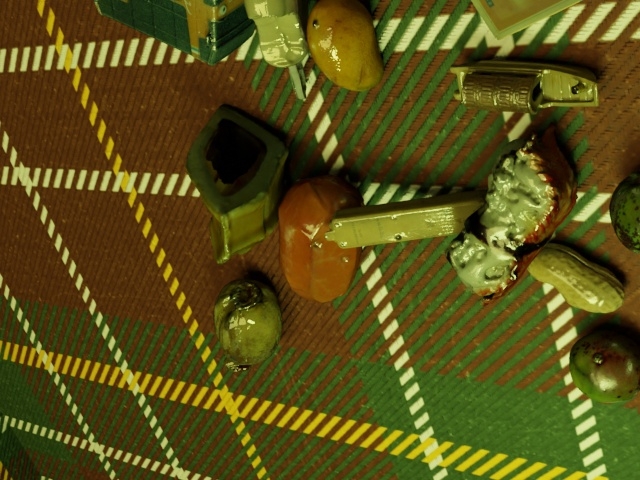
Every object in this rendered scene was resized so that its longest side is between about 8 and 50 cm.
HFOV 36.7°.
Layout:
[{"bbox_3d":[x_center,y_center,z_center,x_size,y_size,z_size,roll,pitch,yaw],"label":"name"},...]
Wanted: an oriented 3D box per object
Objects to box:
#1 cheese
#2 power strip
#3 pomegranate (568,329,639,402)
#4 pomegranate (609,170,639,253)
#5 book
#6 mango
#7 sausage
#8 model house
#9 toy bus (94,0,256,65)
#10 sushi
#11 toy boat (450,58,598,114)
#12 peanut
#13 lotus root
[{"bbox_3d":[-0.054,-0.328,1.520,0.082,0.163,0.286,-5,143,10],"label":"cheese"},{"bbox_3d":[0.156,-0.035,1.599,0.305,0.044,0.064,-7,124,14],"label":"power strip"},{"bbox_3d":[0.473,0.205,1.585,0.130,0.130,0.130,23,137,23],"label":"pomegranate"},{"bbox_3d":[0.484,-0.040,1.362,0.138,0.163,0.125,-28,66,34],"label":"pomegranate"},{"bbox_3d":[0.286,-0.380,1.278,0.242,0.018,0.170,-20,111,48],"label":"book"},{"bbox_3d":[0.037,-0.299,1.485,0.089,0.115,0.165,32,148,46],"label":"mango"},{"bbox_3d":[0.000,0.001,1.754,0.268,0.153,0.141,95,156,-43],"label":"sausage"},{"bbox_3d":[-0.156,-0.069,1.770,0.173,0.268,0.239,16,140,12],"label":"model house"},{"bbox_3d":[-0.240,-0.415,1.593,0.275,0.138,0.167,27,140,21],"label":"toy bus"},{"bbox_3d":[0.287,-0.028,1.477,0.130,0.124,0.332,38,129,13],"label":"sushi"},{"bbox_3d":[0.285,-0.215,1.373,0.226,0.088,0.068,11,131,34],"label":"toy boat"},{"bbox_3d":[0.400,0.059,1.539,0.174,0.080,0.080,33,140,17],"label":"peanut"},{"bbox_3d":[-0.157,0.193,2.075,0.154,0.154,0.278,28,138,17],"label":"lotus root"}]
